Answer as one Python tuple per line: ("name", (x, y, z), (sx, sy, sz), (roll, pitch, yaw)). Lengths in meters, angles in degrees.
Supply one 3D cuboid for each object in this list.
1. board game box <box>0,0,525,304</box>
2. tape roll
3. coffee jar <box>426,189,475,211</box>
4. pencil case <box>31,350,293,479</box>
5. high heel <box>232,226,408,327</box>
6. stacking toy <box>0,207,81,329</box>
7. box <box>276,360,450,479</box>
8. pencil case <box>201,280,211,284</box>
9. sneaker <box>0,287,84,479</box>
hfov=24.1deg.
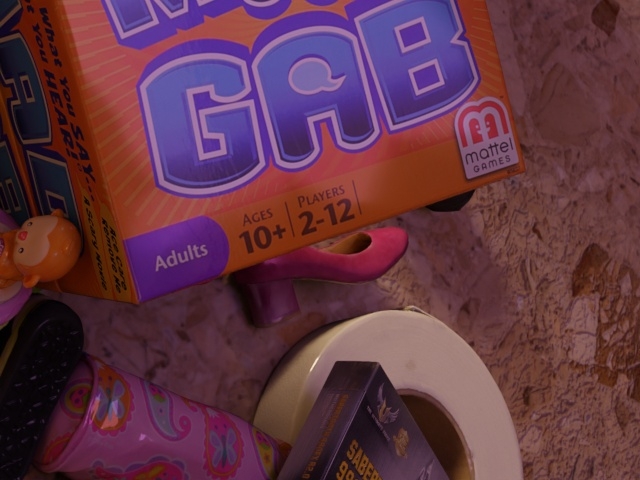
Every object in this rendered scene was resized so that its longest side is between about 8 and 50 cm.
("board game box", (-0.106, -0.176, 1.268), (0.356, 0.356, 0.356), (-19, 100, -26))
("tape roll", (0.082, 0.269, 1.670), (0.392, 0.072, 0.392), (15, 68, -42))
("coffee jar", (0.128, -0.121, 1.796), (0.184, 0.079, 0.096), (54, 50, -38))
("pencil case", (-0.150, 0.200, 1.425), (0.284, 0.124, 0.124), (29, 60, -36))
("high heel", (0.000, 0.000, 1.656), (0.244, 0.082, 0.117), (-24, 107, -33))
("stacking toy", (-0.290, 0.028, 1.195), (0.166, 0.302, 0.175), (38, 56, -32))
("box", (0.049, 0.263, 1.508), (0.231, 0.056, 0.183), (60, 44, -36))
("pencil case", (-0.162, -0.055, 1.496), (0.209, 0.098, 0.095), (46, 15, -28))
("sneaker", (-0.293, 0.145, 1.326), (0.084, 0.097, 0.234), (42, 77, -44))
